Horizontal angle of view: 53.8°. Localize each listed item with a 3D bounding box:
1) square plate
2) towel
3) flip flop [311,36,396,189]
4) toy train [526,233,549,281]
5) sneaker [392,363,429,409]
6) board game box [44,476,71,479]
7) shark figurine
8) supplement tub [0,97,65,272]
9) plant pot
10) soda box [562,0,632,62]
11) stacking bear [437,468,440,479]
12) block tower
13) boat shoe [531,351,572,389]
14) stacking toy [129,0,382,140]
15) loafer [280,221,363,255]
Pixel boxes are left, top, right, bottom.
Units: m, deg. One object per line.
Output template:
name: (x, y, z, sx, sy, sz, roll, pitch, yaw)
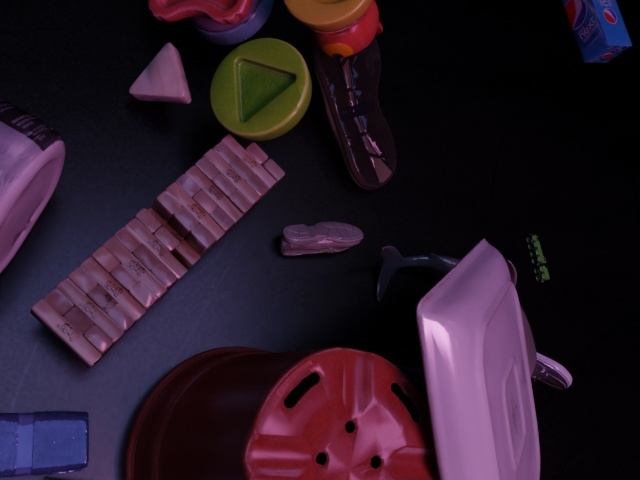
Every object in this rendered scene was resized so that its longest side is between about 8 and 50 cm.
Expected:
square plate: (0.199, 0.192, 0.719, 0.344, 0.049, 0.347, -24, 105, -63)
towel: (-0.314, 0.220, 0.683, 0.119, 0.029, 0.067, 4, 72, -22)
flip flop: (0.044, -0.212, 0.965, 0.112, 0.080, 0.277, -18, 97, -25)
toy train: (0.366, 0.029, 1.058, 0.023, 0.017, 0.083, 1, 73, -34)
sneaker: (0.156, 0.244, 0.860, 0.221, 0.083, 0.087, 38, 67, -6)
board game box: (-0.253, 0.356, 0.667, 0.126, 0.026, 0.186, 16, 67, -19)
shark figurine: (0.220, 0.056, 0.920, 0.278, 0.116, 0.166, 32, 52, 1)
supplement tub: (-0.455, -0.102, 0.625, 0.338, 0.207, 0.207, 30, 64, -12)
plant pot: (-0.034, 0.228, 0.656, 0.272, 0.265, 0.272, 10, 69, -28)
soda box: (0.547, -0.468, 1.274, 0.071, 0.067, 0.210, -8, 76, -26)
stacking bear: (0.129, 0.401, 0.758, 0.175, 0.164, 0.289, -3, 70, -25)
block tower: (-0.191, 0.005, 0.775, 0.091, 0.097, 0.335, 45, 59, -5)
boat shoe: (0.319, 0.193, 0.967, 0.142, 0.049, 0.040, 33, 60, -3)
stacking toy: (-0.085, -0.264, 0.863, 0.309, 0.130, 0.279, 19, 84, 21)
loafer: (0.000, 0.000, 0.897, 0.125, 0.039, 0.045, -1, 41, -28)
